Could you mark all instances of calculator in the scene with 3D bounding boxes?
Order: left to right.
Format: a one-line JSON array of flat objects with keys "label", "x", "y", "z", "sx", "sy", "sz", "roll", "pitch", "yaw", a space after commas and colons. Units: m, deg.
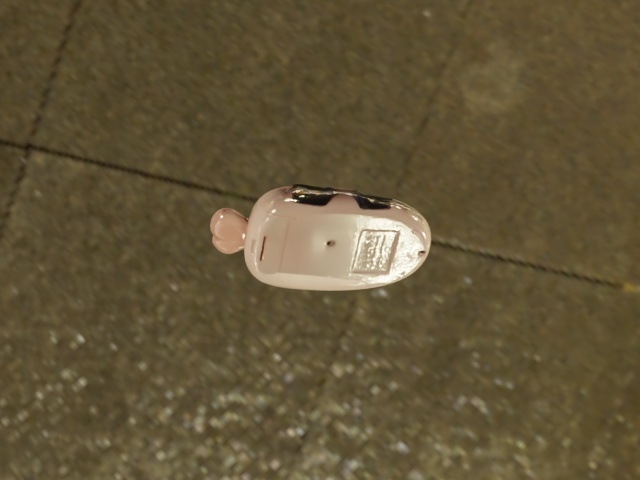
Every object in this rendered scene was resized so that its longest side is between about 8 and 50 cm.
[{"label": "calculator", "x": 0.000, "y": 0.000, "z": 1.349, "sx": 0.166, "sy": 0.024, "sz": 0.103, "roll": 3, "pitch": 138, "yaw": -8}]
